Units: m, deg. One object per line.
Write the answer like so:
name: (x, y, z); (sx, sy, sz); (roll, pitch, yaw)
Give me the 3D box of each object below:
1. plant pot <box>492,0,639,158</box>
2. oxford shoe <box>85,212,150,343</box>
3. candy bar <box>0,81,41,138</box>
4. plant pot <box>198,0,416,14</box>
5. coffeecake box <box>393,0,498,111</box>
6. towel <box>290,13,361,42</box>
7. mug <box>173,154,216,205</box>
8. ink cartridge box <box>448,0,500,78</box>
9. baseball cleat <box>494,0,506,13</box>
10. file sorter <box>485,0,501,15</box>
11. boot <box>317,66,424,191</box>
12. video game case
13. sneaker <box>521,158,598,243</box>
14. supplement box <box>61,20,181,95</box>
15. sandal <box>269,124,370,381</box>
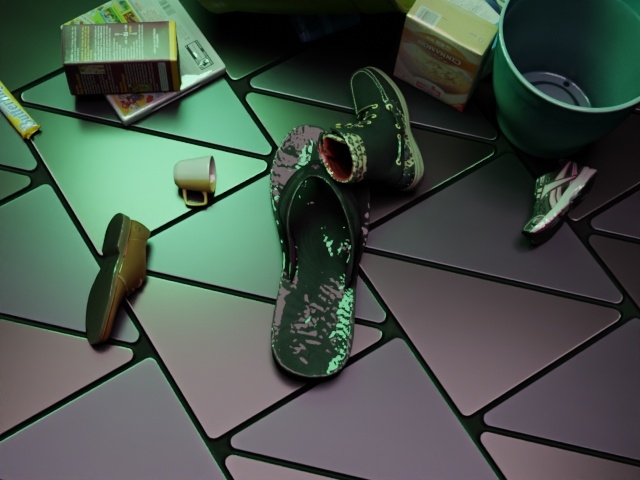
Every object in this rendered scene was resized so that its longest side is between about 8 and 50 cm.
plant pot: (0.404, -0.268, 1.764); (0.272, 0.255, 0.271); (1, 67, -3)
oxford shoe: (-0.316, 0.067, 1.688); (0.076, 0.076, 0.212); (24, 74, -36)
candy bar: (-0.537, -0.235, 1.823); (0.040, 0.018, 0.161); (-38, 74, -17)
plant pot: (-0.048, -0.533, 1.793); (0.353, 0.366, 0.366); (-7, 66, 19)
coffeecake box: (0.210, -0.320, 1.811); (0.142, 0.185, 0.068); (29, 69, 9)
towel: (0.009, -0.402, 1.918); (0.120, 0.029, 0.067); (-21, 71, -12)
mug: (-0.211, -0.103, 1.767); (0.064, 0.062, 0.078); (0, 61, 5)
ink cartridge box: (0.256, -0.387, 1.885); (0.060, 0.104, 0.180); (-36, 74, -16)
baseball cleat: (0.307, -0.448, 1.851); (0.109, 0.205, 0.072); (0, 24, 36)
file sorter: (0.317, -0.492, 1.933); (0.170, 0.104, 0.118); (23, 69, 6)
boot: (0.068, -0.191, 1.759); (0.179, 0.085, 0.236); (-2, 65, -46)
video game case: (-0.312, -0.337, 1.875); (0.206, 0.026, 0.227); (-31, 73, -15)
sneaker: (0.386, -0.069, 1.791); (0.077, 0.072, 0.178); (34, 61, 23)
supplement box: (-0.333, -0.306, 1.790); (0.188, 0.104, 0.080); (-3, 68, -5)
sandal: (0.002, 0.001, 1.707); (0.168, 0.107, 0.445); (1, 66, -4)
